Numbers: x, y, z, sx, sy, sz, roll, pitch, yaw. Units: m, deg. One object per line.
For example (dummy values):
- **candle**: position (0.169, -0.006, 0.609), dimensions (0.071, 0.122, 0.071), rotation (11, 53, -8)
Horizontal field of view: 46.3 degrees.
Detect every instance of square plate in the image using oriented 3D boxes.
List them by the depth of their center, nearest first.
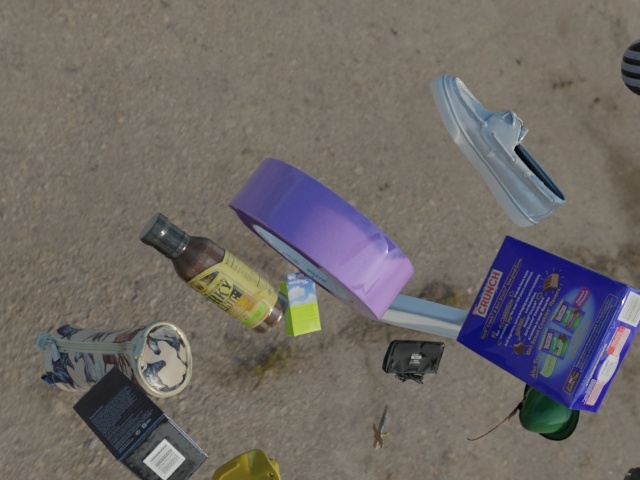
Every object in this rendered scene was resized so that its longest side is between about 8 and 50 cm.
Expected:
- **square plate**: position (0.271, 0.204, 2.063), dimensions (0.343, 0.347, 0.049), rotation (14, 95, 0)

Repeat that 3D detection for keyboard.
- **keyboard**: position (0.191, 0.258, 1.615), dimensions (0.192, 0.038, 0.100), rotation (12, 97, -44)

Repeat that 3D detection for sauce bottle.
- **sauce bottle**: position (-0.226, 0.069, 1.581), dimensions (0.344, 0.111, 0.111), rotation (37, 48, -21)

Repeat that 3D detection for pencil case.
- **pencil case**: position (-0.462, 0.263, 1.673), dimensions (0.183, 0.410, 0.160), rotation (24, 66, -45)

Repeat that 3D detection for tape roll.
- **tape roll**: position (0.000, 0.000, 1.085), dimensions (0.274, 0.275, 0.090), rotation (39, 83, -9)

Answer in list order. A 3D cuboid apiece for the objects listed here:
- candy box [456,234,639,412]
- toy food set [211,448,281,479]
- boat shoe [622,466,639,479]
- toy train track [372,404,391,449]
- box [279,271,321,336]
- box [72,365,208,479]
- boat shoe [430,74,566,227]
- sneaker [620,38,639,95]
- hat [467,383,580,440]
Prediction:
- **candy box**: position (0.479, 0.166, 1.569), dimensions (0.122, 0.317, 0.268), rotation (20, 97, -41)
- **toy food set**: position (-0.173, 0.540, 1.700), dimensions (0.128, 0.218, 0.071), rotation (51, 25, -6)
- **boat shoe**: position (0.394, 0.301, 0.837), dimensions (0.233, 0.084, 0.079), rotation (24, 81, -43)
- **toy train track**: position (0.098, 0.289, 1.157), dimensions (0.014, 0.083, 0.048), rotation (3, 29, -18)
- **box**: position (-0.060, 0.181, 2.174), dimensions (0.109, 0.042, 0.178), rotation (-8, 90, -41)
- **box**: position (-0.326, 0.343, 1.345), dimensions (0.108, 0.207, 0.153), rotation (-46, 131, -17)
- **boat shoe**: position (0.182, -0.098, 0.759), dimensions (0.184, 0.063, 0.066), rotation (57, 32, -3)
- **sneaker**: position (0.414, -0.173, 0.719), dimensions (0.223, 0.083, 0.098), rotation (19, 44, 24)
- **hat**: position (0.504, 0.426, 1.832), dimensions (0.183, 0.209, 0.173), rotation (-2, 20, -34)
